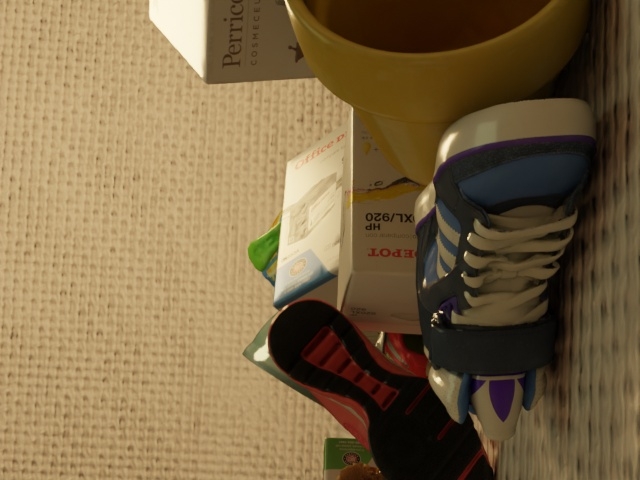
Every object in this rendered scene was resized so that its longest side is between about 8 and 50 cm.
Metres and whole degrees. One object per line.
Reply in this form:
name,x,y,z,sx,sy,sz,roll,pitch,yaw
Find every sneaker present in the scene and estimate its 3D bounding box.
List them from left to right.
sneaker,0.080,0.187,1.299,0.116,0.314,0.136,-46,-22,-2
sneaker,0.140,0.093,1.689,0.118,0.107,0.279,124,152,-47
sneaker,0.159,0.041,0.950,0.323,0.130,0.236,117,147,-72

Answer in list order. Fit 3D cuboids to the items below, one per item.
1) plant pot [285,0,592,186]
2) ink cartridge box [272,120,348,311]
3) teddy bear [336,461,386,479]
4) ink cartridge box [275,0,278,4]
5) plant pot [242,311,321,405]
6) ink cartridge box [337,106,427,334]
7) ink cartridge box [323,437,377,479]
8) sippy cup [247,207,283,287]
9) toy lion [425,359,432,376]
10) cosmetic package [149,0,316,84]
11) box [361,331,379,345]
plant pot,0.113,-0.178,1.018,0.239,0.254,0.254,68,-160,-56
ink cartridge box,0.058,-0.033,1.708,0.223,0.129,0.307,-32,37,32
teddy bear,0.051,0.452,1.423,0.113,0.245,0.338,52,-144,-62
ink cartridge box,0.080,-0.389,1.437,0.198,0.270,0.197,-102,16,-82
plant pot,0.028,0.200,2.145,0.196,0.293,0.293,-60,1,-3
ink cartridge box,0.111,-0.025,1.343,0.168,0.171,0.232,98,174,-63
ink cartridge box,0.081,0.387,1.567,0.092,0.160,0.219,94,179,-59
sippy cup,0.000,0.000,2.248,0.224,0.305,0.240,-44,34,38
toy lion,0.166,0.132,1.512,0.100,0.034,0.096,107,174,-80
cosmetic package,-0.033,-0.451,1.751,0.327,0.394,0.329,-129,37,-54
box,0.075,0.100,1.928,0.127,0.149,0.232,-113,21,-73
